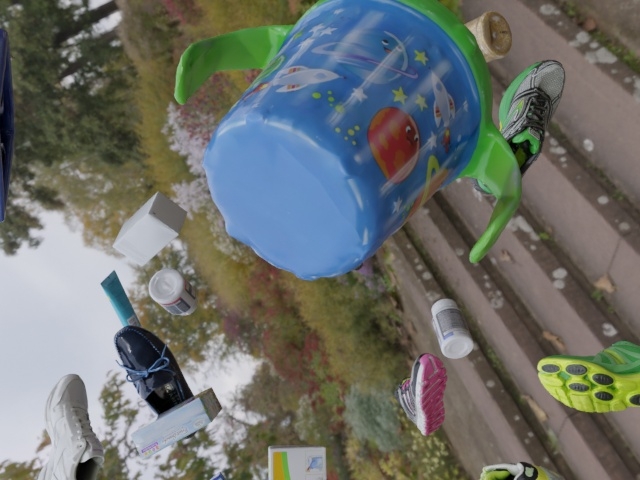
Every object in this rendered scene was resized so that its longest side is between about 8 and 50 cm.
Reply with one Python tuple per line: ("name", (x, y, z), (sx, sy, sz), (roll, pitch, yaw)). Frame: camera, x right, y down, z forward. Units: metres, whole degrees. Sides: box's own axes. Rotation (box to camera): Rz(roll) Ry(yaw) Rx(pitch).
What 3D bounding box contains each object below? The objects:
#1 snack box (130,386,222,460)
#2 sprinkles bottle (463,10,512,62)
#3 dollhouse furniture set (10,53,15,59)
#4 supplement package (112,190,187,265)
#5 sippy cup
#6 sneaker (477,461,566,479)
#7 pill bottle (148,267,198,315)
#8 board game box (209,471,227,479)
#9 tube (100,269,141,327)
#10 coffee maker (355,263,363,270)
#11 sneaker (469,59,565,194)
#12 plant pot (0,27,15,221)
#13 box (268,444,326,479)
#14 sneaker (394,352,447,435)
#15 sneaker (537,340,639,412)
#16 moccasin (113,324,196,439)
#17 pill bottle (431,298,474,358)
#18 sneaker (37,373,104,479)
("snack box", (-0.335, 0.429, 1.403), (0.070, 0.174, 0.207), (62, 175, 6))
("sprinkles bottle", (0.338, -0.495, 1.593), (0.355, 0.121, 0.121), (-7, 112, 56))
("dollhouse furniture set", (-0.812, -0.400, 1.300), (0.161, 0.182, 0.101), (42, 177, -13))
("supplement package", (-0.476, -0.031, 1.648), (0.105, 0.179, 0.105), (39, -147, -25))
("sippy cup", (0.017, -0.091, 0.555), (0.305, 0.224, 0.240), (2, 127, 35))
("sneaker", (0.398, 0.563, 1.313), (0.147, 0.145, 0.385), (39, 140, -1))
("pill bottle", (-0.436, 0.164, 1.780), (0.180, 0.108, 0.108), (75, 169, -65))
("board game box", (-0.253, 0.638, 1.276), (0.160, 0.210, 0.047), (52, 164, 3))
("tube", (-0.631, 0.200, 1.864), (0.080, 0.052, 0.207), (-72, -30, -60))
("coffee maker", (0.000, 0.000, 1.212), (0.171, 0.178, 0.120), (62, -150, -79))
("sneaker", (0.484, -0.260, 1.368), (0.134, 0.343, 0.146), (26, 178, -13))
("plant pot", (-0.614, -0.189, 0.937), (0.236, 0.212, 0.236), (116, 146, -45))
("box", (-0.043, 0.482, 1.073), (0.114, 0.103, 0.203), (110, 160, -72))
("sneaker", (0.150, 0.230, 0.913), (0.075, 0.063, 0.170), (33, 146, 40))
("sneaker", (0.574, 0.264, 1.154), (0.123, 0.295, 0.109), (-68, -22, -71))
("moccasin", (-0.416, 0.366, 1.545), (0.342, 0.137, 0.117), (52, 177, -6))
("pill bottle", (0.315, 0.210, 1.425), (0.137, 0.078, 0.078), (-97, -14, -53))
("sneaker", (-0.548, 0.451, 1.345), (0.114, 0.152, 0.305), (43, -147, -57))
